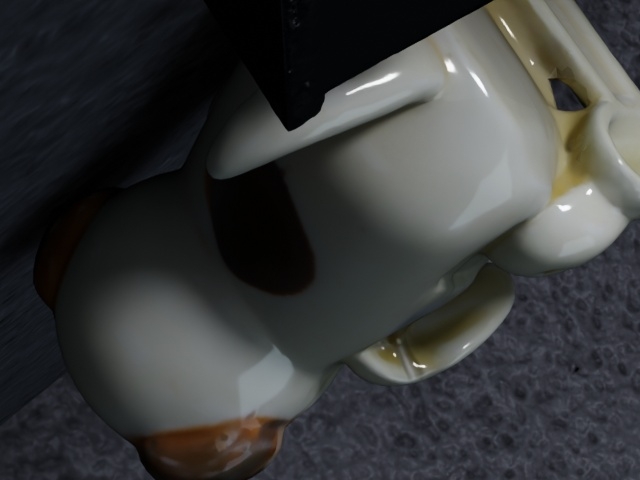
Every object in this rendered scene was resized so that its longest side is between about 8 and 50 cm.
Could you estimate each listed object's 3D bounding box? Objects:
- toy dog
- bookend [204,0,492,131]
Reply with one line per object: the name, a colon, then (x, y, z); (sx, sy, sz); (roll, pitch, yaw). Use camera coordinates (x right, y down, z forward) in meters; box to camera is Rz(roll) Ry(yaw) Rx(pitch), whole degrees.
toy dog: (0.000, 0.000, 0.933); (0.408, 0.284, 0.395); (-39, 179, 30)
bookend: (0.039, -0.119, 0.343); (0.157, 0.072, 0.156); (-30, 165, -8)
